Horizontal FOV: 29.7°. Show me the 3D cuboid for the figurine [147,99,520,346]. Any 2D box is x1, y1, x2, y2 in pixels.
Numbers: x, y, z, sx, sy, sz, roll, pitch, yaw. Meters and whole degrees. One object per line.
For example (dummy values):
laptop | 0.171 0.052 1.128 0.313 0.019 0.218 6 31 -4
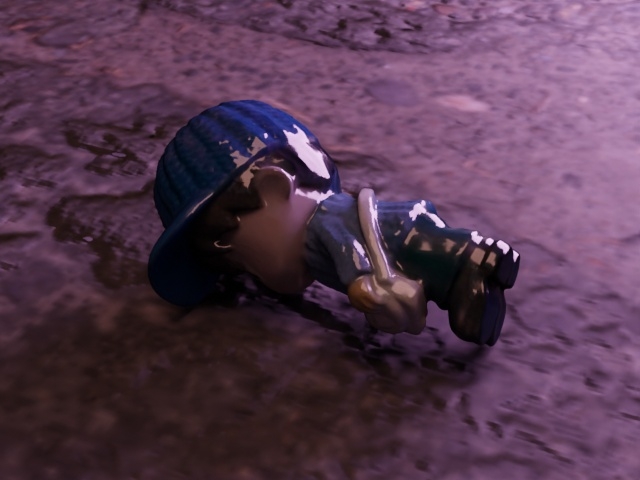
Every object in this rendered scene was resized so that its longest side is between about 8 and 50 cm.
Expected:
figurine | 0.003 -0.009 0.433 0.136 0.079 0.077 7 -4 18
